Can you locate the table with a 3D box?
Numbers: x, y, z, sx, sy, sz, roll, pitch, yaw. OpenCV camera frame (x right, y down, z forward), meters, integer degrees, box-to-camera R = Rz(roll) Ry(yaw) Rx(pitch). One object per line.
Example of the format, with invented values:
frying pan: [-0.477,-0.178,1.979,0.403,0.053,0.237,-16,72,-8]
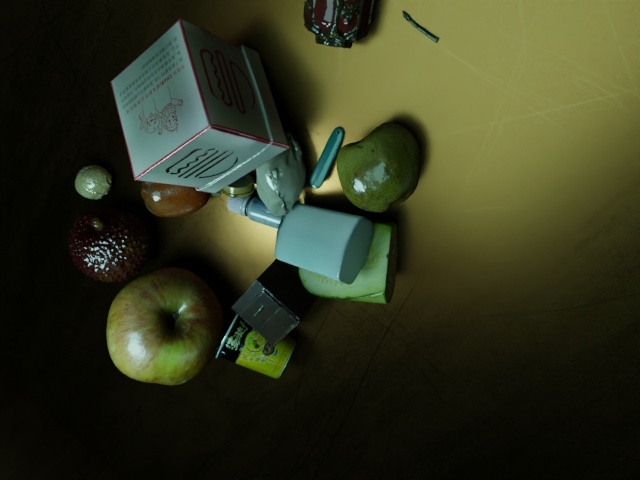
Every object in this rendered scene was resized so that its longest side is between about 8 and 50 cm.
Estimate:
table: [-0.153,0.207,1.619,0.193,0.172,0.169,43,122,-1]

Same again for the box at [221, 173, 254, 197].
box: [-0.257,-0.174,1.526,0.105,0.106,0.037,17,128,15]

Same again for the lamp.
lamp: [0.048,-0.607,1.168,0.176,0.177,0.274,15,118,16]

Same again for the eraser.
eraser: [0.000,0.000,1.407,0.289,0.104,0.189,17,81,46]

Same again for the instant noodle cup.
instant noodle cup: [-0.220,0.366,1.718,0.236,0.216,0.216,28,121,-1]

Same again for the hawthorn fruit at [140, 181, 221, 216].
hawthorn fruit: [-0.444,-0.165,1.576,0.250,0.199,0.200,2,117,-5]

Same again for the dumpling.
dumpling: [-0.134,-0.198,1.456,0.172,0.142,0.247,15,101,45]

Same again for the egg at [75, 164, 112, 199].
egg: [-0.808,-0.207,1.742,0.140,0.118,0.116,-19,148,19]

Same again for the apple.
apple: [-0.536,0.302,1.700,0.400,0.400,0.333,48,144,-4]

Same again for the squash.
squash: [0.062,0.058,1.443,0.308,0.210,0.234,5,80,16]

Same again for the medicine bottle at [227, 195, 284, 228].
medicine bottle: [-0.192,-0.098,1.547,0.202,0.083,0.084,19,119,13]

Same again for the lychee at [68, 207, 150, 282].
lychee: [-0.738,0.014,1.728,0.275,0.276,0.304,21,145,13]

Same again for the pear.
pear: [0.162,-0.185,1.297,0.228,0.188,0.211,-26,99,28]

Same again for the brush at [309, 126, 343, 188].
brush: [0.021,-0.240,1.429,0.043,0.032,0.194,30,109,12]

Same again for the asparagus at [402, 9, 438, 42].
asparagus: [0.244,-0.526,1.209,0.114,0.014,0.015,38,121,2]

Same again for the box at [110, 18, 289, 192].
box: [-0.322,-0.336,1.313,0.314,0.300,0.313,-25,76,30]
